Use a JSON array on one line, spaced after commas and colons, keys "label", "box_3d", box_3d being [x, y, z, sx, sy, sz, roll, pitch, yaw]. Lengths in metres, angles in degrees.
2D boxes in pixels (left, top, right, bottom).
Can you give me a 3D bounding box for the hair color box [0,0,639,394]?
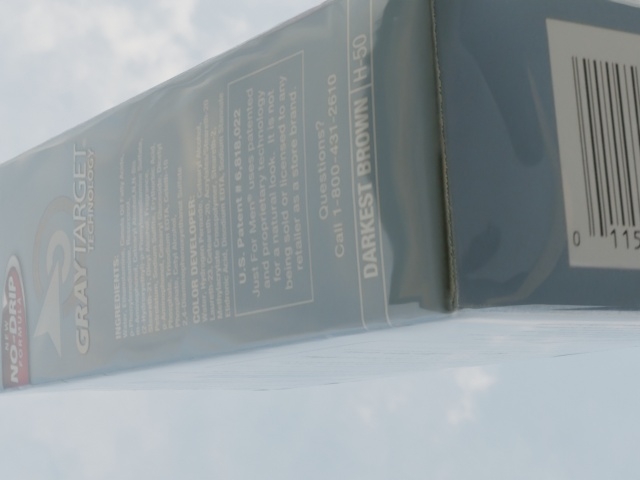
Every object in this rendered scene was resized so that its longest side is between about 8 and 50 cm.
[{"label": "hair color box", "box_3d": [0.000, 0.000, 0.588, 0.374, 0.185, 0.113, -16, -105, 53]}]
